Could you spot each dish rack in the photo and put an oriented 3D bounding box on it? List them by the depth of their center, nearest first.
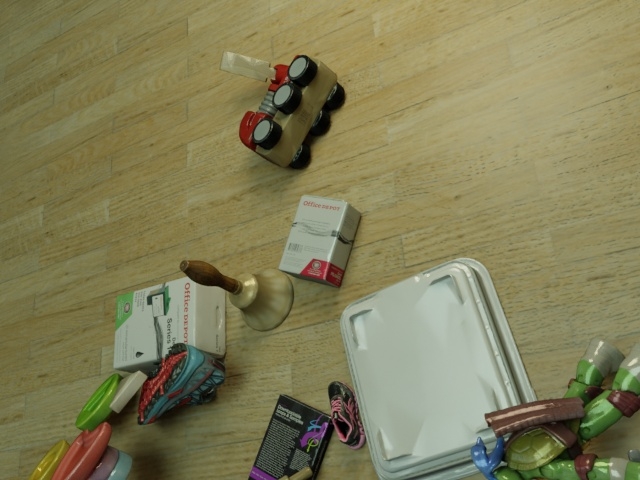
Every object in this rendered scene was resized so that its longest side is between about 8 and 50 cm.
[{"bbox_3d":[0.167,0.204,1.061,0.285,0.072,0.333,-26,59,23],"label":"dish rack"}]

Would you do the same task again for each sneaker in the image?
[{"bbox_3d":[0.036,0.288,1.119,0.047,0.057,0.119,-34,57,20],"label":"sneaker"},{"bbox_3d":[-0.265,0.294,1.278,0.262,0.125,0.104,-43,35,43],"label":"sneaker"}]

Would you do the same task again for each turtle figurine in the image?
[{"bbox_3d":[0.360,0.276,0.860,0.274,0.198,0.266,35,77,26],"label":"turtle figurine"}]

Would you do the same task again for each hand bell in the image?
[{"bbox_3d":[-0.165,0.079,1.208,0.126,0.242,0.126,-11,67,28],"label":"hand bell"}]

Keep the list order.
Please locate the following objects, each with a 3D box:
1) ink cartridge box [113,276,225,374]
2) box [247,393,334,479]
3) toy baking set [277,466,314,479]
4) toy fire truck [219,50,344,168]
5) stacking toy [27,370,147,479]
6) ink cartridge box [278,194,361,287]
[{"bbox_3d":[-0.306,0.172,1.355,0.219,0.092,0.160,-17,65,27],"label":"ink cartridge box"},{"bbox_3d":[-0.049,0.364,1.162,0.116,0.029,0.162,17,83,35],"label":"box"},{"bbox_3d":[-0.028,0.469,1.064,0.256,0.030,0.197,-33,62,-11],"label":"toy baking set"},{"bbox_3d":[-0.111,-0.290,1.381,0.246,0.158,0.217,29,90,48],"label":"toy fire truck"},{"bbox_3d":[-0.418,0.408,1.308,0.309,0.130,0.280,-23,30,54],"label":"stacking toy"},{"bbox_3d":[0.000,0.000,1.243,0.109,0.063,0.151,11,78,35],"label":"ink cartridge box"}]
